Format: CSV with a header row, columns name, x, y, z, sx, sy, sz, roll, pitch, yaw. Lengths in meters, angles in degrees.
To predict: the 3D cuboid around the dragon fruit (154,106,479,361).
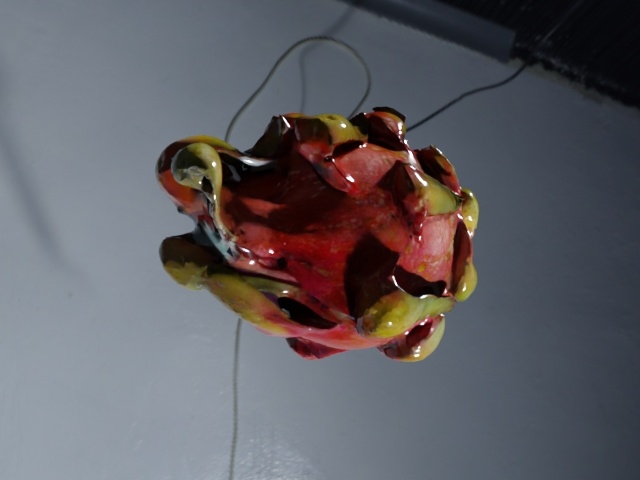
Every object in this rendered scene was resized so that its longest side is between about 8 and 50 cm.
name,x,y,z,sx,sy,sz,roll,pitch,yaw
dragon fruit,0.002,-0.008,0.692,0.307,0.227,0.243,32,24,-11
